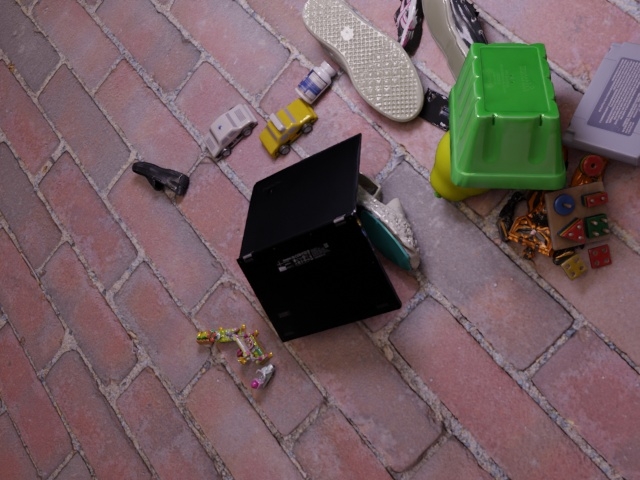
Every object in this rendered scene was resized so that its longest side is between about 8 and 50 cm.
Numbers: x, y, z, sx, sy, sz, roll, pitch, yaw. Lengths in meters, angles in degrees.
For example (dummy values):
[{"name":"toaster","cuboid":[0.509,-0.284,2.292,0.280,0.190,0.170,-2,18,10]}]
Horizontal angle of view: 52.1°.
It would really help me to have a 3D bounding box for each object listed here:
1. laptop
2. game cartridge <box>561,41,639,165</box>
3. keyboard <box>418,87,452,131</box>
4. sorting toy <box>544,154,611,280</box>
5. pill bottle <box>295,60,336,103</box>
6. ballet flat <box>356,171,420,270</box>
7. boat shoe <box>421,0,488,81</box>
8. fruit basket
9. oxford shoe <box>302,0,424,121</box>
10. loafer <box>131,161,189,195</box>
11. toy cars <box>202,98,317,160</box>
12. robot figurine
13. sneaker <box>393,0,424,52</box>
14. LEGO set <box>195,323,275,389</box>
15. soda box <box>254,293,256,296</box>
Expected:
[{"name":"laptop","cuboid":[0.000,0.000,1.713,0.382,0.236,0.407,-21,102,33]},{"name":"game cartridge","cuboid":[0.693,-0.307,1.465,0.196,0.060,0.294,23,74,32]},{"name":"keyboard","cuboid":[0.345,-0.342,1.716,0.180,0.023,0.108,34,104,27]},{"name":"sorting toy","cuboid":[0.578,-0.044,1.451,0.133,0.046,0.274,-13,101,-2]},{"name":"pill bottle","cuboid":[-0.012,-0.459,1.894,0.120,0.067,0.067,-45,65,14]},{"name":"ballet flat","cuboid":[0.134,-0.091,1.730,0.409,0.147,0.147,41,101,26]},{"name":"boat shoe","cuboid":[0.365,-0.556,1.695,0.113,0.127,0.339,-14,69,-16]},{"name":"fruit basket","cuboid":[0.405,-0.229,1.535,0.283,0.392,0.391,2,82,8]},{"name":"oxford shoe","cuboid":[0.126,-0.502,1.802,0.169,0.130,0.449,-44,76,10]},{"name":"loafer","cuboid":[-0.525,-0.200,2.114,0.223,0.076,0.078,18,83,25]},{"name":"toy cars","cuboid":[-0.201,-0.338,1.961,0.394,0.087,0.176,1,82,28]},{"name":"robot figurine","cuboid":[0.542,-0.089,1.535,0.211,0.085,0.290,27,94,29]},{"name":"sneaker","cuboid":[0.235,-0.594,1.797,0.077,0.072,0.178,10,78,40]},{"name":"LEGO set","cuboid":[-0.255,0.301,1.873,0.287,0.107,0.132,29,95,28]},{"name":"soda box","cuboid":[-0.122,0.035,1.862,0.092,0.083,0.263,-1,81,27]}]
